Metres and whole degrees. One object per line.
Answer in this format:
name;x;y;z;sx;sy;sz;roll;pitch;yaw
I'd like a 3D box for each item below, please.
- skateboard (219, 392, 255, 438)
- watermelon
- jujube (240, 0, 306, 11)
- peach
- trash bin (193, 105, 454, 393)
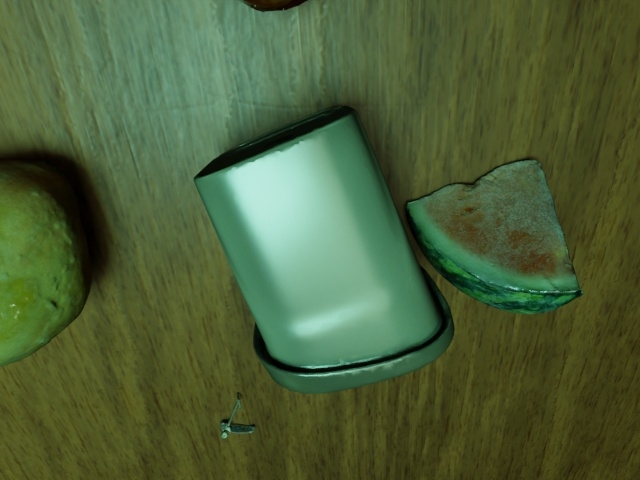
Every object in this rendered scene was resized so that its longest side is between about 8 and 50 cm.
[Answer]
skateboard;-0.134;0.302;0.706;0.063;0.032;0.083;10;119;-22
watermelon;0.220;-0.003;0.515;0.136;0.207;0.202;-2;104;-34
jujube;-0.020;-0.327;0.294;0.197;0.197;0.290;20;115;-15
peach;-0.356;0.019;0.449;0.214;0.214;0.236;35;92;-21
trash bin;0.000;0.000;0.465;0.219;0.220;0.250;-21;111;3
